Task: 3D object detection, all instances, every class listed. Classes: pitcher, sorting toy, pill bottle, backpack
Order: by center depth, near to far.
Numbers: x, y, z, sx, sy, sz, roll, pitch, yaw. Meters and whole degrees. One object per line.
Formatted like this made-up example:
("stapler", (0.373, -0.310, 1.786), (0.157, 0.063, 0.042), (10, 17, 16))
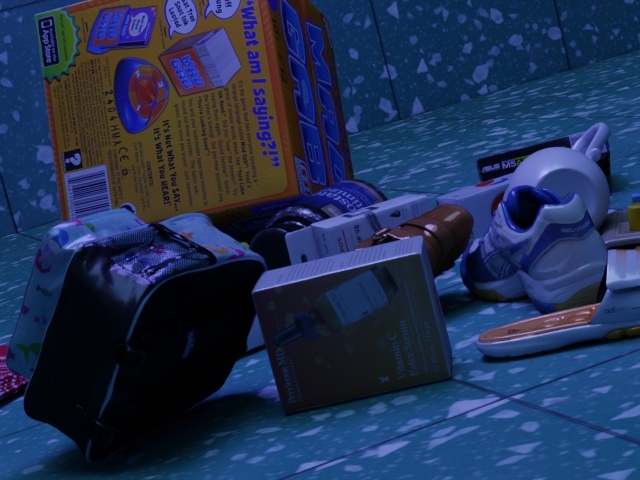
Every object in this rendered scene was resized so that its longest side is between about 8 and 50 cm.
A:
("backpack", (-0.178, 0.080, 1.649), (0.191, 0.225, 0.253), (36, 31, 27))
("sorting toy", (0.427, -0.036, 1.982), (0.196, 0.047, 0.348), (-12, 10, 14))
("pitcher", (0.312, -0.077, 2.072), (0.178, 0.125, 0.207), (-52, 2, 5))
("pill bottle", (0.000, 0.000, 2.195), (0.122, 0.123, 0.219), (-9, 11, 33))

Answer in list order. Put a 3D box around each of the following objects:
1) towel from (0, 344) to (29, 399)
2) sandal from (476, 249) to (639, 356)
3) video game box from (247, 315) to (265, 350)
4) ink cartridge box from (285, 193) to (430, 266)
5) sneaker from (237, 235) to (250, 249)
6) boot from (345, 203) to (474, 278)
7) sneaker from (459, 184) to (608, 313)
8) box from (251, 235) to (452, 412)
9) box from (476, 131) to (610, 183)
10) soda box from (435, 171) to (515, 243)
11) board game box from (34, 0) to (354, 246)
("towel", (-0.445, 0.177, 2.054), (0.198, 0.031, 0.275), (-7, 9, 30))
("sandal", (0.275, 0.052, 1.591), (0.265, 0.076, 0.102), (-13, 9, 8))
("video game box", (-0.149, 0.115, 1.970), (0.205, 0.048, 0.187), (-19, 12, -29))
("ink cartridge box", (0.056, 0.016, 2.069), (0.180, 0.104, 0.060), (-18, 11, -19))
("sneaker", (-0.166, 0.032, 2.337), (0.234, 0.097, 0.084), (-5, 13, 46))
("boot", (0.087, 0.038, 1.819), (0.220, 0.109, 0.283), (-30, -1, -15))
("sneaker", (0.235, -0.003, 1.821), (0.111, 0.131, 0.296), (-19, 9, -19))
("box", (0.033, 0.082, 1.616), (0.170, 0.130, 0.091), (-14, 10, 7))
("box", (0.330, -0.107, 2.408), (0.190, 0.045, 0.184), (-14, -9, 9))
("soda box", (0.270, -0.053, 2.247), (0.216, 0.074, 0.069), (-18, 10, -22))
("board game box", (-0.173, -0.170, 2.460), (0.356, 0.357, 0.356), (-12, -11, 15))
